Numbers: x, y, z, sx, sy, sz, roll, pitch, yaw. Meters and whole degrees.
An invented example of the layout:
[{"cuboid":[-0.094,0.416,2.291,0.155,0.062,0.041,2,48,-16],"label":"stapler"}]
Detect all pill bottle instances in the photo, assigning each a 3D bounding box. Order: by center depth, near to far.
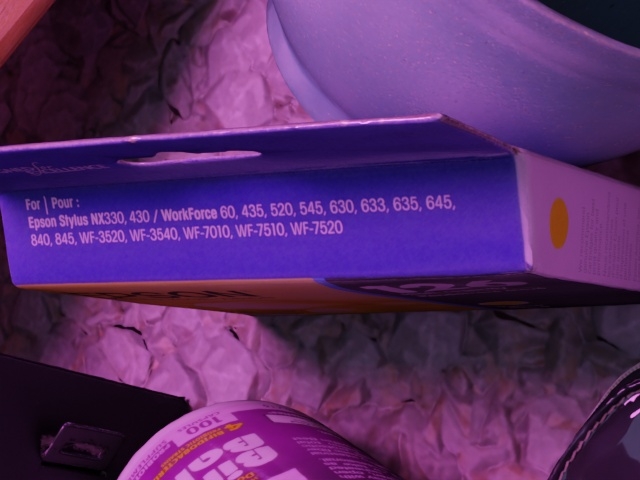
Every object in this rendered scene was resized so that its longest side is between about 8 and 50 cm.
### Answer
[{"cuboid":[-0.006,0.190,0.739,0.301,0.169,0.169,-163,85,-70],"label":"pill bottle"}]

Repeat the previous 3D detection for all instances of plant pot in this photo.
[{"cuboid":[0.088,-0.149,0.759,0.196,0.293,0.293,-51,58,49],"label":"plant pot"}]

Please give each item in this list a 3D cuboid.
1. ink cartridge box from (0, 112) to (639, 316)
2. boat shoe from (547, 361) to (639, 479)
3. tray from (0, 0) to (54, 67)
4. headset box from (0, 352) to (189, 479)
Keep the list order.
[{"cuboid":[0.000,0.000,0.754,0.304,0.307,0.072,-2,85,32],"label":"ink cartridge box"},{"cuboid":[0.129,0.219,0.763,0.127,0.113,0.340,29,100,32],"label":"boat shoe"},{"cuboid":[-0.295,-0.085,0.958,0.411,0.076,0.203,-53,24,-6],"label":"tray"},{"cuboid":[-0.244,0.173,0.918,0.283,0.246,0.131,-22,64,30],"label":"headset box"}]
